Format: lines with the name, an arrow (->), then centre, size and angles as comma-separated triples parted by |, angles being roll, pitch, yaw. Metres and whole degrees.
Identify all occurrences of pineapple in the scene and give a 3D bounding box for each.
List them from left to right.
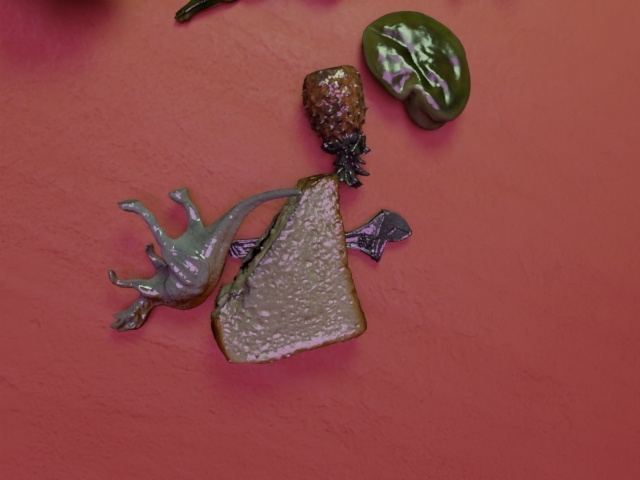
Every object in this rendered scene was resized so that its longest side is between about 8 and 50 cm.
pineapple -> 0.033, -0.178, 0.762 | 0.108, 0.108, 0.198 | -14, 106, -3

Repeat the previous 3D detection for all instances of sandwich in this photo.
sandwich -> -0.066, 0.051, 0.765 | 0.254, 0.099, 0.288 | -10, 106, -1

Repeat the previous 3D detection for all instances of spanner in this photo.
spanner -> 0.000, 0.000, 0.820 | 0.325, 0.026, 0.093 | -5, 101, -4

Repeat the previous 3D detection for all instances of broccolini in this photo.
broccolini -> -0.143, -0.404, 0.746 | 0.201, 0.058, 0.074 | -26, 86, 14

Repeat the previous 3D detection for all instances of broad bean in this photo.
broad bean -> 0.163, -0.285, 0.771 | 0.153, 0.072, 0.207 | -37, 99, -12

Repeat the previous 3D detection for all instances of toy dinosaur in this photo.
toy dinosaur -> -0.203, 0.001, 0.754 | 0.393, 0.092, 0.205 | -23, 101, 6
